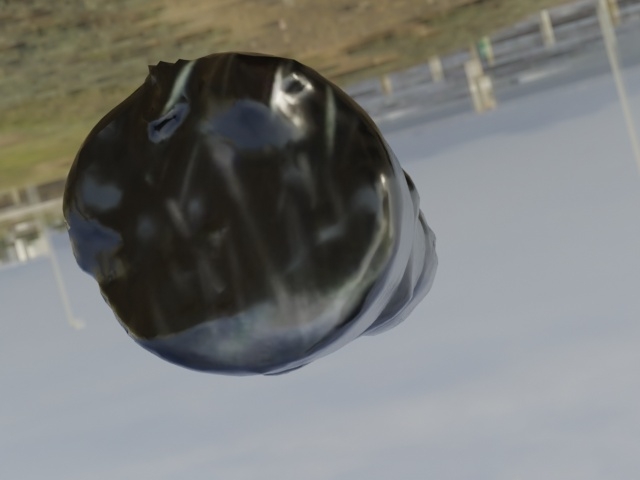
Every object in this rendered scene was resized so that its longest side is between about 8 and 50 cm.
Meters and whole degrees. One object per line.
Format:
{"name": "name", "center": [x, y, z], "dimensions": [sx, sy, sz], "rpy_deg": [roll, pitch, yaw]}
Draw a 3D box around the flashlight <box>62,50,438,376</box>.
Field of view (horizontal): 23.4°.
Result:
{"name": "flashlight", "center": [0.000, 0.000, 0.635], "dimensions": [0.103, 0.103, 0.424], "rpy_deg": [-15, 176, 6]}
